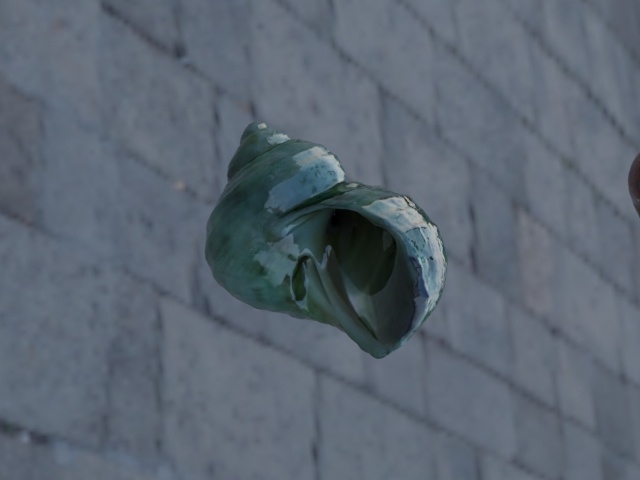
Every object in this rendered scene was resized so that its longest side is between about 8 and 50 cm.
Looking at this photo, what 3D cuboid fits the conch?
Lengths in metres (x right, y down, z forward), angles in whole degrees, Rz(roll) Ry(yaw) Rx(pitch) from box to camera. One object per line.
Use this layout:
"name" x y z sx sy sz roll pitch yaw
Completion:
"conch" 0.004 0.000 1.440 0.122 0.188 0.176 -58 174 -23

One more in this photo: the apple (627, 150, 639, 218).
"apple" 0.393 -0.052 2.082 0.146 0.131 0.146 61 -9 17
